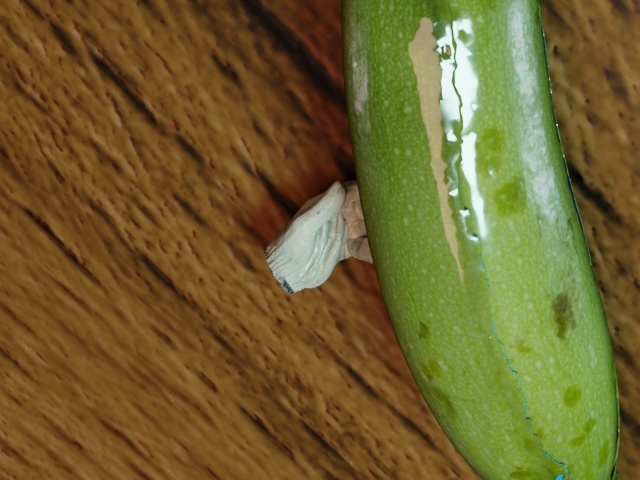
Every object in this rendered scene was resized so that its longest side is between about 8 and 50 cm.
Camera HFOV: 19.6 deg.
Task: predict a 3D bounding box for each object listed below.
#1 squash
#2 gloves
[{"bbox_3d":[0.070,0.015,0.779,0.094,0.094,0.341,-2,119,27],"label":"squash"},{"bbox_3d":[0.000,-0.002,0.833,0.081,0.037,0.044,-23,144,19],"label":"gloves"}]
